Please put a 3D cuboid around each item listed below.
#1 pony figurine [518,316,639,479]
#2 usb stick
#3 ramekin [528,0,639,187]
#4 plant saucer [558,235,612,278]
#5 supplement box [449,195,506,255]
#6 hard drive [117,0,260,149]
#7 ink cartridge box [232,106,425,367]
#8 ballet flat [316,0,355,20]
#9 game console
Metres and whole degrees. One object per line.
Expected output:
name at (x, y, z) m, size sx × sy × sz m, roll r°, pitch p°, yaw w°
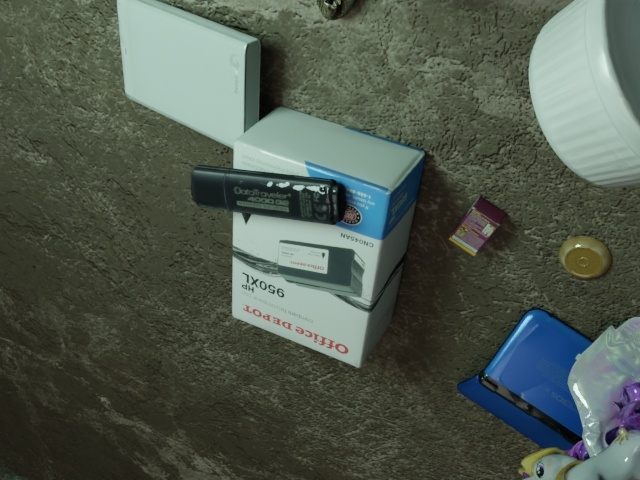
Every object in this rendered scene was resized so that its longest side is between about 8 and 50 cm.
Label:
pony figurine at (0.469, 0.327, 1.086) m, size 0.351 × 0.363 × 0.302 m, roll -34°, pitch 88°, yaw -2°
usb stick at (-0.091, -0.075, 1.144) m, size 0.278 × 0.045 × 0.077 m, roll 9°, pitch 116°, yaw 27°
ramekin at (0.375, -0.188, 0.874) m, size 0.273 × 0.273 × 0.127 m, roll 53°, pitch 144°, yaw -12°
plant saucer at (0.428, 0.032, 1.157) m, size 0.083 × 0.015 × 0.083 m, roll 16°, pitch 129°, yaw 21°
supplement box at (0.263, -0.024, 1.195) m, size 0.055 × 0.043 × 0.083 m, roll 35°, pitch 133°, yaw 4°
hard drive at (-0.235, -0.298, 1.252) m, size 0.308 × 0.040 × 0.203 m, roll 28°, pitch 132°, yaw 27°
ink cartridge box at (0.000, 0.000, 1.281) m, size 0.286 × 0.166 × 0.394 m, roll 20°, pitch 129°, yaw 18°
ballet flat at (0.040, -0.433, 1.023) m, size 0.084 × 0.058 × 0.250 m, roll 28°, pitch 132°, yaw 9°
game console at (0.439, 0.283, 1.323) m, size 0.293 × 0.173 × 0.250 m, roll 33°, pitch 102°, yaw 5°
